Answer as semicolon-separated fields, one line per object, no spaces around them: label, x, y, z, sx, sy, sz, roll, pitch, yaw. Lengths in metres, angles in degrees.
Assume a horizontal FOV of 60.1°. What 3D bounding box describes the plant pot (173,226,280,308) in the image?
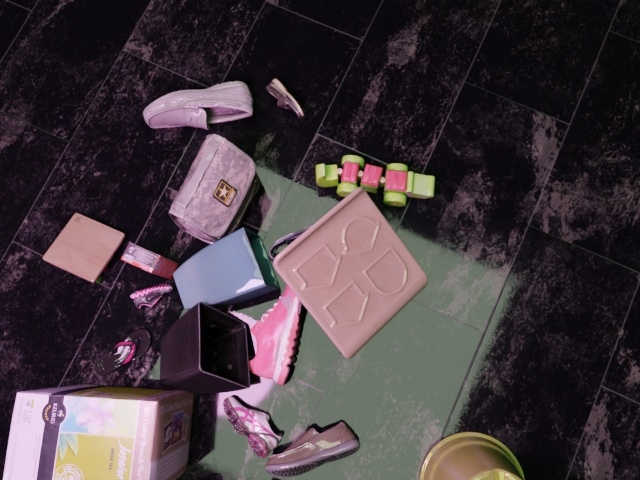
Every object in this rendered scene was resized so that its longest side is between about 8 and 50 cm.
plant pot;-0.261;0.096;1.496;0.234;0.166;0.165;-23;79;4

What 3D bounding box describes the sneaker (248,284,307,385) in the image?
sneaker;-0.118;0.221;1.488;0.136;0.116;0.313;11;78;7

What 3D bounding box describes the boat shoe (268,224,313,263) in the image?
boat shoe;0.000;0.000;1.532;0.301;0.102;0.108;-14;79;-1

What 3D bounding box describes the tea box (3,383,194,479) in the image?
tea box;-0.508;0.473;1.342;0.324;0.329;0.220;2;79;3

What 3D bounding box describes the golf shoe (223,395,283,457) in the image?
golf shoe;-0.183;0.483;1.472;0.186;0.067;0.086;45;52;14

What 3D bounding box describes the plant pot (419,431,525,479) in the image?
plant pot;0.392;0.618;1.322;0.276;0.254;0.276;0;79;1

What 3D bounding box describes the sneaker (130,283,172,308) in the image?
sneaker;-0.469;0.159;1.552;0.119;0.047;0.057;-16;95;2

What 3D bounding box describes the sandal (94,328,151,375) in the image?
sandal;-0.544;0.311;1.521;0.179;0.040;0.067;-35;80;-5

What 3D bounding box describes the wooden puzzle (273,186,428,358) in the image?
wooden puzzle;0.082;0.084;1.470;0.322;0.080;0.348;-40;105;-17

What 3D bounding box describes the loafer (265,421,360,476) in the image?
loafer;-0.025;0.543;1.444;0.251;0.094;0.087;-14;54;-10

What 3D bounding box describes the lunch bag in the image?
lunch bag;-0.282;-0.124;1.474;0.169;0.287;0.235;25;80;7

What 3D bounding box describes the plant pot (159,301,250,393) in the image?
plant pot;-0.309;0.297;1.426;0.167;0.188;0.187;-26;52;21

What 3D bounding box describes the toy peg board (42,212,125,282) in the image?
toy peg board;-0.660;0.032;1.573;0.161;0.079;0.160;23;65;6

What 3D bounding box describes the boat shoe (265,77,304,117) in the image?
boat shoe;-0.105;-0.415;1.646;0.049;0.056;0.152;-39;71;-1

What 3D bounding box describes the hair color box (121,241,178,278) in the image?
hair color box;-0.460;0.058;1.503;0.093;0.167;0.053;23;81;7

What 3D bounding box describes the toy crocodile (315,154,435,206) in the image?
toy crocodile;0.153;-0.172;1.560;0.341;0.105;0.115;10;80;3

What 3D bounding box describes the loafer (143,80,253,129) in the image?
loafer;-0.354;-0.377;1.614;0.320;0.112;0.111;-15;70;-2
